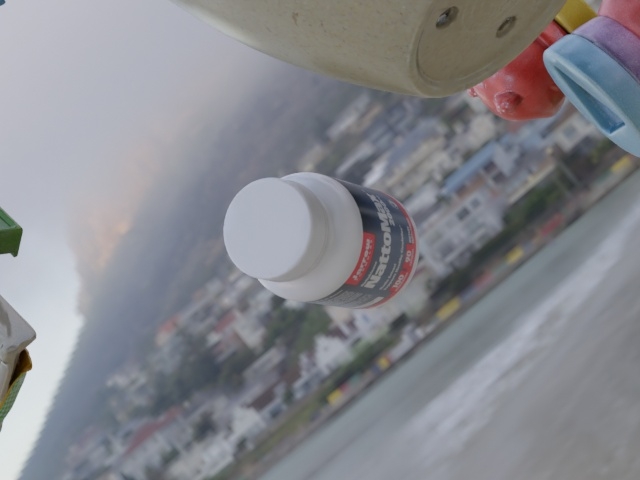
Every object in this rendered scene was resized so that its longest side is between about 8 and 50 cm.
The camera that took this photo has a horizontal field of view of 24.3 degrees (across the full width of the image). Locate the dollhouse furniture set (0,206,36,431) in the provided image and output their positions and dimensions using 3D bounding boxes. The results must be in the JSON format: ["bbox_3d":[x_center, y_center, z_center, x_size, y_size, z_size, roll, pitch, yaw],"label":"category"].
[{"bbox_3d":[-0.396,0.106,1.717,0.151,0.301,0.197,-9,-50,-46],"label":"dollhouse furniture set"}]

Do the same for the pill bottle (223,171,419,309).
[{"bbox_3d":[0.000,0.000,1.239,0.108,0.108,0.180,-41,-22,18],"label":"pill bottle"}]

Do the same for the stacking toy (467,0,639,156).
[{"bbox_3d":[0.282,-0.108,1.404,0.130,0.279,0.309,-45,17,-1],"label":"stacking toy"}]

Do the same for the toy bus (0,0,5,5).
[{"bbox_3d":[-0.361,-0.249,1.324,0.191,0.104,0.202,-46,-46,-19],"label":"toy bus"}]

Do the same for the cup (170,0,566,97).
[{"bbox_3d":[0.048,-0.236,1.015,0.331,0.237,0.331,-33,-26,-19],"label":"cup"}]
